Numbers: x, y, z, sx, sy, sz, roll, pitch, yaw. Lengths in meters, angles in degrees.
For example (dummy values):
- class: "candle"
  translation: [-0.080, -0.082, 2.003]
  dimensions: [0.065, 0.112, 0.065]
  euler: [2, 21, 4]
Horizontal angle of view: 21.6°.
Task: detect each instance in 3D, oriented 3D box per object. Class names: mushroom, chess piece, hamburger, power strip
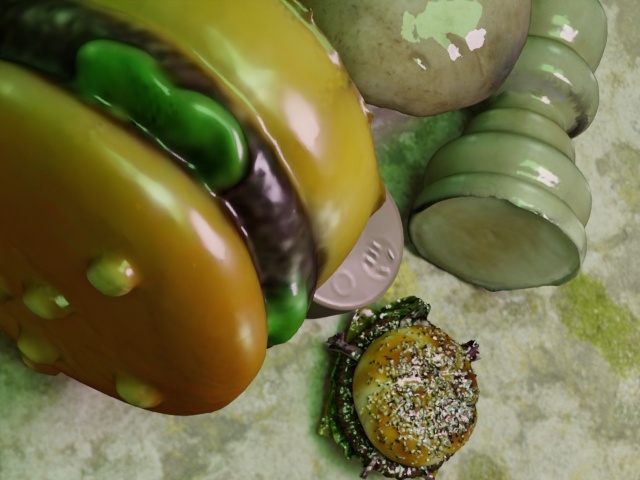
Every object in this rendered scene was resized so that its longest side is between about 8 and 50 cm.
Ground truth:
- class: "mushroom"
  translation: [0.086, -0.238, 1.664]
  dimensions: [0.184, 0.254, 0.255]
  euler: [55, 44, -63]
- class: "chess piece"
  translation: [0.211, -0.131, 1.741]
  dimensions: [0.182, 0.182, 0.330]
  euler: [29, 60, -23]
- class: "hamburger"
  translation: [0.087, 0.144, 1.635]
  dimensions: [0.164, 0.093, 0.190]
  euler: [13, 71, -28]
- class: "hamburger"
  translation: [-0.166, -0.052, 1.355]
  dimensions: [0.396, 0.395, 0.277]
  euler: [47, 60, -14]
- class: "power strip"
  translation: [0.000, 0.000, 1.622]
  dimensions: [0.154, 0.078, 0.154]
  euler: [7, 76, -31]
